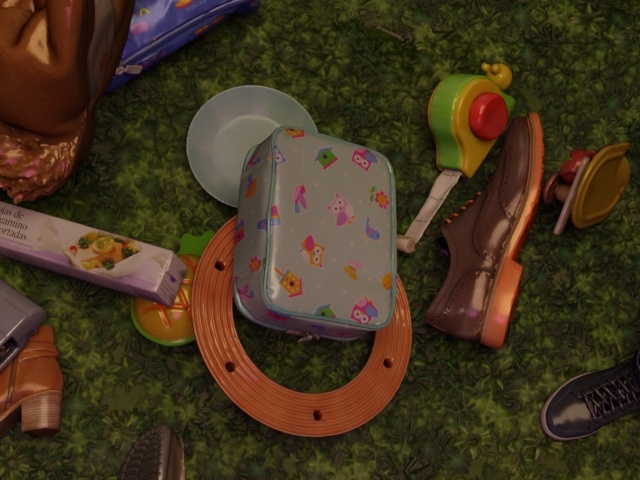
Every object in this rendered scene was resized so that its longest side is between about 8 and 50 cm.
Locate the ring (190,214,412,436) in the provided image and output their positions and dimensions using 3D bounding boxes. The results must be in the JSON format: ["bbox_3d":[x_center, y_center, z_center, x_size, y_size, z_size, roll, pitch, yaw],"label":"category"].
[{"bbox_3d":[-0.025,0.106,1.820,0.337,0.032,0.336,9,69,-24],"label":"ring"}]

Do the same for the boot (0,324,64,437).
[{"bbox_3d":[-0.443,0.194,1.779,0.197,0.073,0.152,-5,66,-6],"label":"boot"}]

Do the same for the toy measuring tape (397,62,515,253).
[{"bbox_3d":[0.179,-0.140,1.917,0.121,0.121,0.330,34,72,4],"label":"toy measuring tape"}]

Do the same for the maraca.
[{"bbox_3d":[-0.183,0.065,1.826,0.127,0.099,0.185,29,65,13],"label":"maraca"}]

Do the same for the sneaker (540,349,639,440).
[{"bbox_3d":[0.418,0.200,1.819,0.226,0.163,0.086,-24,79,-11],"label":"sneaker"}]

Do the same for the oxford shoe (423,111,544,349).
[{"bbox_3d":[0.239,-0.031,1.892,0.133,0.130,0.363,12,66,11],"label":"oxford shoe"}]

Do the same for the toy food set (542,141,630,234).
[{"bbox_3d":[0.374,-0.088,1.907,0.071,0.218,0.128,27,112,29],"label":"toy food set"}]

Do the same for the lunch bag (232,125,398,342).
[{"bbox_3d":[0.000,0.000,1.788,0.224,0.108,0.279,13,68,-30],"label":"lunch bag"}]

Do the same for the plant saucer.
[{"bbox_3d":[-0.098,-0.131,1.927,0.195,0.037,0.194,2,73,-6],"label":"plant saucer"}]

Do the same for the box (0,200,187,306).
[{"bbox_3d":[-0.339,0.011,1.788,0.324,0.067,0.063,15,72,20],"label":"box"}]

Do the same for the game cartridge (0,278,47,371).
[{"bbox_3d":[-0.531,0.154,1.748,0.198,0.062,0.297,32,67,21],"label":"game cartridge"}]

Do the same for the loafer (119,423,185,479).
[{"bbox_3d":[-0.208,0.369,1.745,0.087,0.094,0.251,21,61,-41],"label":"loafer"}]

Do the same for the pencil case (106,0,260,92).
[{"bbox_3d":[-0.226,-0.329,1.930,0.306,0.119,0.133,-31,56,-14],"label":"pencil case"}]

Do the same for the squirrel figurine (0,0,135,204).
[{"bbox_3d":[-0.468,-0.248,1.732,0.371,0.281,0.396,15,112,3],"label":"squirrel figurine"}]
